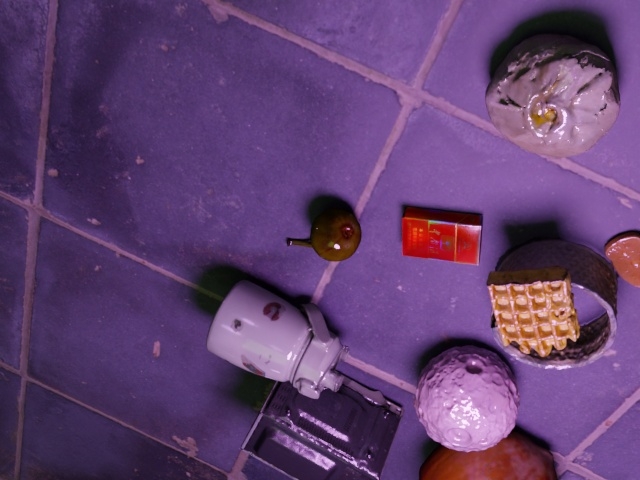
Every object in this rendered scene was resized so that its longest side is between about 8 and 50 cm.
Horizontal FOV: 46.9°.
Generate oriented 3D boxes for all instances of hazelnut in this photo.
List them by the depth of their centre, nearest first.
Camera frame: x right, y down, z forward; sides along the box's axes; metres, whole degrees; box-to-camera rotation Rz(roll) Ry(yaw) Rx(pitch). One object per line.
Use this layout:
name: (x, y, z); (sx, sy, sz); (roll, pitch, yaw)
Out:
hazelnut: (0.447, 0.672, 1.940); (0.365, 0.366, 0.366); (11, 129, 13)

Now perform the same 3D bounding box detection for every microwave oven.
microwave oven: (0.012, 0.505, 1.994); (0.354, 0.286, 0.219); (30, 130, 3)

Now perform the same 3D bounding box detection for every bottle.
bottle: (-0.087, 0.254, 1.870); (0.351, 0.229, 0.229); (24, 131, 11)

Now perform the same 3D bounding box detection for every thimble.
thimble: (0.502, 0.140, 1.601); (0.270, 0.150, 0.271); (10, 128, 13)

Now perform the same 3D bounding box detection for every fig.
fig: (0.000, 0.000, 1.729); (0.124, 0.124, 0.236); (48, 146, -17)

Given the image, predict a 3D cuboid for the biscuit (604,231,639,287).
biscuit: (0.671, 0.038, 1.540); (0.118, 0.023, 0.140); (-25, 114, 33)

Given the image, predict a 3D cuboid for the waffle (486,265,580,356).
waffle: (0.440, 0.152, 1.498); (0.160, 0.055, 0.211); (-7, 122, 27)

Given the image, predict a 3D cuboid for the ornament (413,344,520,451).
ornament: (0.355, 0.394, 1.805); (0.259, 0.225, 0.260); (10, 128, 13)

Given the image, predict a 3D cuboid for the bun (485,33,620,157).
bun: (0.422, -0.254, 1.334); (0.239, 0.141, 0.239); (12, 127, 16)

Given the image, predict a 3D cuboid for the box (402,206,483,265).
box: (0.270, -0.009, 1.643); (0.175, 0.048, 0.112); (7, 128, 17)
